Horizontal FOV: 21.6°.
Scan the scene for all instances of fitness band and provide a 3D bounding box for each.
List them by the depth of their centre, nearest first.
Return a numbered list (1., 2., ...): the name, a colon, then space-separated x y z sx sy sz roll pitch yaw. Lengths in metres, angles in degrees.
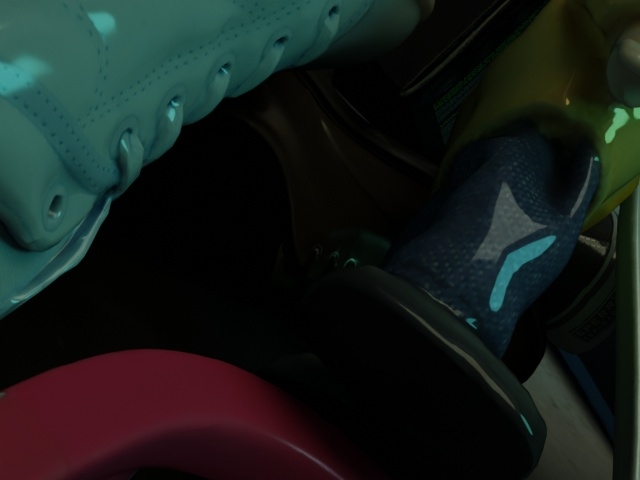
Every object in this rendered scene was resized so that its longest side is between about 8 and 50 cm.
1. fitness band: -0.022 0.127 0.369 0.209 0.054 0.291 51 21 6

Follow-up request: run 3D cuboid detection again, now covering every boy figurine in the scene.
1. boy figurine: 0.087 -0.028 0.574 0.092 0.177 0.285 39 52 6

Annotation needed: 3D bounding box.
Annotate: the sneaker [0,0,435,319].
1. sneaker: -0.092 -0.047 0.457 0.366 0.135 0.150 -3 91 -50

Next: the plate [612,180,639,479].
1. plate: 0.197 0.142 0.654 0.277 0.045 0.278 31 50 -29

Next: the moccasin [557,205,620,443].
1. moccasin: 0.213 0.082 0.827 0.342 0.117 0.137 55 21 24

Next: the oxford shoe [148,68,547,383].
1. oxford shoe: 0.000 0.000 0.647 0.227 0.083 0.096 42 45 -23

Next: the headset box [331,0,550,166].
1. headset box: 0.009 -0.170 0.760 0.246 0.131 0.283 47 1 8

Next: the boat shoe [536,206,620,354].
1. boat shoe: 0.089 -0.010 0.787 0.076 0.080 0.228 37 11 -10
